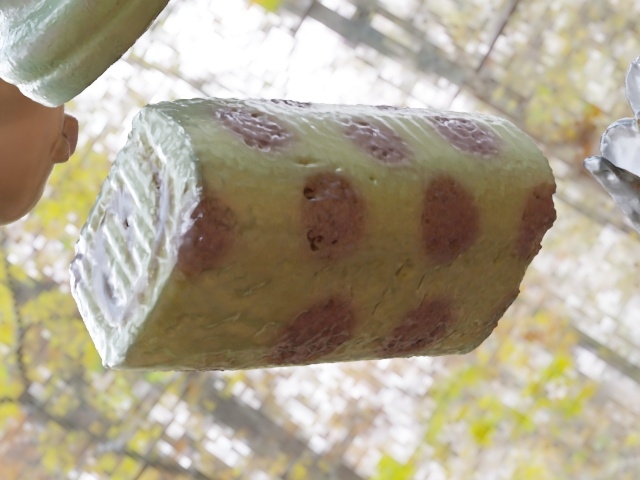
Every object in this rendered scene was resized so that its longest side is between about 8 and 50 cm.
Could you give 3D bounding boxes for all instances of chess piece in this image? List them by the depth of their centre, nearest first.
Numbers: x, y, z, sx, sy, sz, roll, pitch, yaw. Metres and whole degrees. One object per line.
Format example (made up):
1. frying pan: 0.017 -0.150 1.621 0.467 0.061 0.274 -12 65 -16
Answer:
1. chess piece: -0.212 -0.211 1.090 0.139 0.271 0.139 -41 21 19

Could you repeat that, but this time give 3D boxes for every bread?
1. bread: 0.000 0.000 1.366 0.338 0.155 0.187 1 -49 -40

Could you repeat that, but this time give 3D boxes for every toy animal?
1. toy animal: -0.377 -0.114 1.679 0.269 0.326 0.237 -88 9 -60

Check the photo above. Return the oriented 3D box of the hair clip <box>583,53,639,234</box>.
1. hair clip: 0.217 0.020 1.037 0.075 0.257 0.146 -29 5 -26
